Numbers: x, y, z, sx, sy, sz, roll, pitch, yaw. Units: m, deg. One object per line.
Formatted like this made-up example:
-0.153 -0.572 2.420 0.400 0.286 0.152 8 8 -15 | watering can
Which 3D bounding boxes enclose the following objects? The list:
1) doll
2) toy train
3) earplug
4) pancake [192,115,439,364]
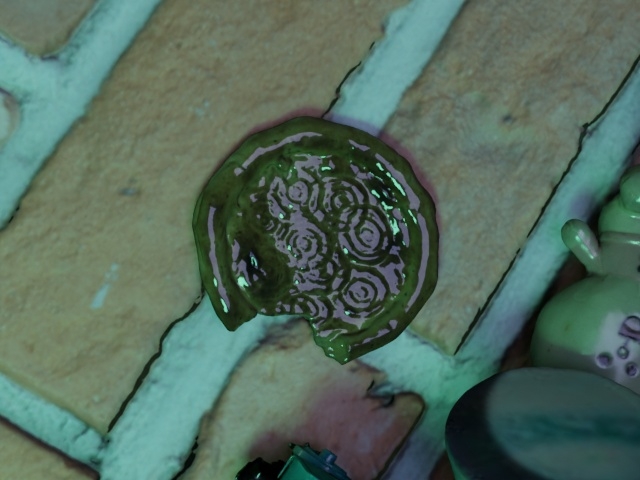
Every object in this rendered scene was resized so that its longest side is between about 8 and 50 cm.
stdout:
0.278 0.067 1.312 0.155 0.113 0.274 18 97 -7 | doll
0.020 0.257 1.230 0.198 0.154 0.107 34 89 -16 | toy train
0.196 0.292 1.250 0.185 0.185 0.324 -10 124 -14 | earplug
0.000 0.000 1.267 0.235 0.029 0.211 12 91 -18 | pancake
